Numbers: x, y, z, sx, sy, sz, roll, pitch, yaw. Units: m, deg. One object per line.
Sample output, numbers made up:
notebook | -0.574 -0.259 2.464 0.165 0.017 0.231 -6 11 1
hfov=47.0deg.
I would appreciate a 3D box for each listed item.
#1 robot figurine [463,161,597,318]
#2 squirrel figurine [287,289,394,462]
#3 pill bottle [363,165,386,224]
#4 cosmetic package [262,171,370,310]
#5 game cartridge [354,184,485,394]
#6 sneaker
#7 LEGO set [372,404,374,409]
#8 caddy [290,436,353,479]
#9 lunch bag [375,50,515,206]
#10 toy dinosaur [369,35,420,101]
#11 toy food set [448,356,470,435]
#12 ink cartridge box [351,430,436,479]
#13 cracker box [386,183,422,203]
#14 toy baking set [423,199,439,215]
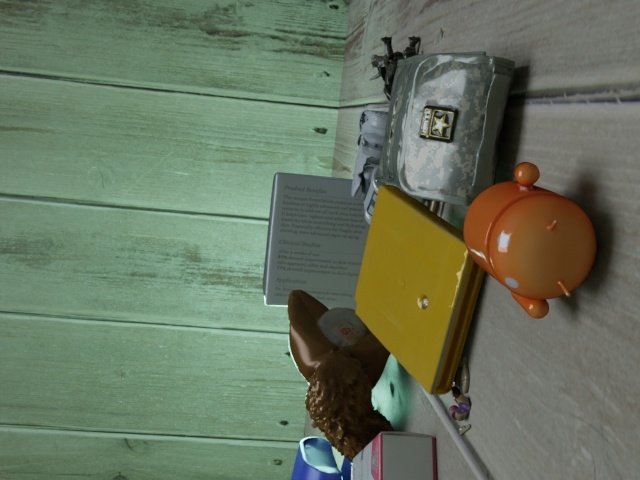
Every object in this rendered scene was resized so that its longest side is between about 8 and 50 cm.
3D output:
robot figurine | 0.248 -0.005 0.887 0.158 0.128 0.219 -59 10 8
squirrel figurine | 0.053 0.375 1.815 0.397 0.281 0.370 -88 0 -50
pill bottle | 0.166 -0.107 1.856 0.180 0.108 0.107 106 167 -62
cosmetic package | 0.000 0.000 2.283 0.327 0.330 0.393 -146 62 -84
game cartridge | 0.172 0.079 1.367 0.323 0.053 0.285 -133 50 -57
sneaker | 0.159 -0.215 1.919 0.366 0.138 0.210 142 132 -89
LEGO set | 0.142 0.479 2.027 0.083 0.024 0.054 82 -173 -46
caddy | 0.045 0.614 1.796 0.341 0.241 0.179 -155 77 -84
lunch bag | 0.213 -0.186 1.231 0.287 0.169 0.235 -143 61 -74
toy dinosaur | 0.203 -0.423 1.891 0.313 0.121 0.160 -99 2 -49
toy food set | 0.238 0.269 1.272 0.078 0.019 0.122 106 168 -60
ink cartridge box | 0.143 0.521 1.493 0.283 0.117 0.207 108 166 -62
cracker box | 0.185 -0.115 1.631 0.155 0.067 0.232 -91 9 -67
toy baking set | 0.240 -0.135 1.576 0.196 0.030 0.256 -94 10 -71
